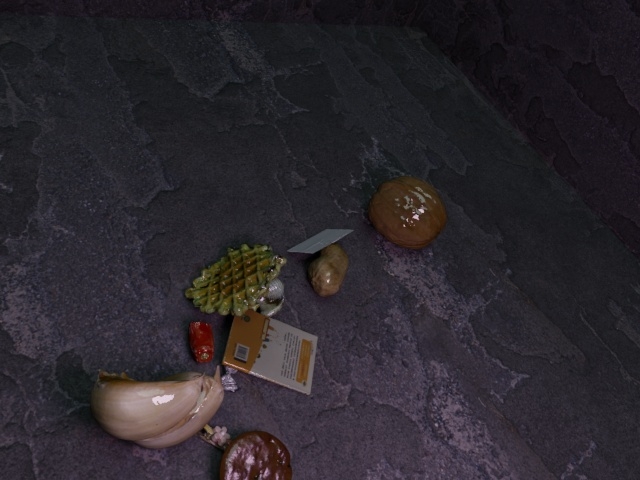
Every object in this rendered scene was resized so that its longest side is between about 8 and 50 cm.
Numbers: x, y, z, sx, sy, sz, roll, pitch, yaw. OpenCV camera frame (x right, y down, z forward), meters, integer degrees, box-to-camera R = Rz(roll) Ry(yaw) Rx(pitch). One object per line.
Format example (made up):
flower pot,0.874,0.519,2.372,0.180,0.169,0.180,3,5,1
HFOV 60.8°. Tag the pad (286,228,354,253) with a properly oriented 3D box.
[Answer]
pad,0.000,0.000,2.039,0.156,0.004,0.232,4,25,46

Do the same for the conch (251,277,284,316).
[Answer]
conch,-0.183,0.189,1.802,0.153,0.102,0.135,-31,78,-4

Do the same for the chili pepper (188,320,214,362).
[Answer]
chili pepper,-0.360,0.307,1.645,0.070,0.073,0.123,-26,52,10

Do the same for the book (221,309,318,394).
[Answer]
book,-0.149,0.339,1.698,0.295,0.020,0.208,25,46,-17

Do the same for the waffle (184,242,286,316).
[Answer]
waffle,-0.269,0.126,1.761,0.297,0.073,0.317,7,46,37

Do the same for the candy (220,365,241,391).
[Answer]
candy,-0.251,0.357,1.659,0.093,0.051,0.226,26,45,-4

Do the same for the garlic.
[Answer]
garlic,-0.419,0.411,1.388,0.312,0.286,0.250,6,39,3

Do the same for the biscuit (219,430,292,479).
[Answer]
biscuit,-0.167,0.607,1.435,0.212,0.036,0.212,14,64,-31

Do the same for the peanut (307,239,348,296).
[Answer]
peanut,0.030,0.094,1.965,0.137,0.122,0.253,19,43,7

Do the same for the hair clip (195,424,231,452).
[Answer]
hair clip,-0.246,0.561,1.480,0.213,0.056,0.062,33,13,8

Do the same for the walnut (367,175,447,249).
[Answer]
walnut,0.348,-0.116,2.188,0.313,0.277,0.252,43,10,9
